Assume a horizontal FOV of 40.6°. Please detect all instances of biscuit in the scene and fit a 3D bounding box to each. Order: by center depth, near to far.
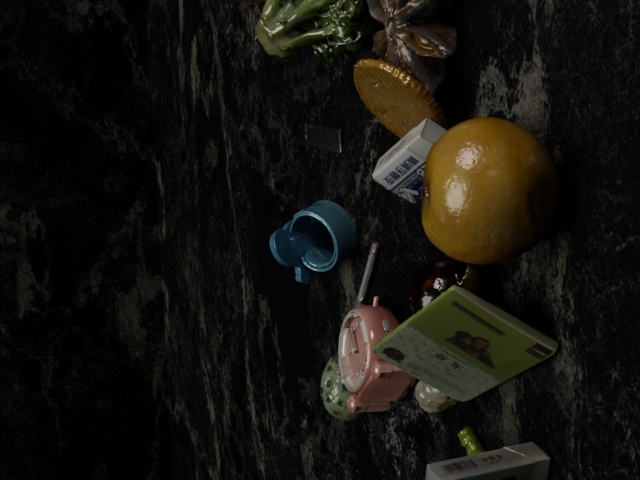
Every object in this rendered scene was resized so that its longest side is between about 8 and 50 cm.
[{"bbox_3d":[0.170,-0.287,1.821,0.254,0.035,0.254,39,166,12],"label":"biscuit"}]

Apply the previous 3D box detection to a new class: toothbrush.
[{"bbox_3d":[0.108,0.151,2.222,0.024,0.029,0.354,49,137,44],"label":"toothbrush"}]

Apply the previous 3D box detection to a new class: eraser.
[{"bbox_3d":[0.212,-0.163,1.819,0.210,0.124,0.068,-40,21,59],"label":"eraser"}]

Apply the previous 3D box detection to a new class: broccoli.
[{"bbox_3d":[-0.027,-0.541,2.007,0.321,0.283,0.304,49,164,0],"label":"broccoli"}]

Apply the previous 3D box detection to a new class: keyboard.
[{"bbox_3d":[0.007,-0.278,2.316,0.202,0.011,0.067,25,121,59],"label":"keyboard"}]

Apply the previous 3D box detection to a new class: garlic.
[{"bbox_3d":[0.251,0.336,1.935,0.113,0.074,0.094,-57,42,43],"label":"garlic"}]

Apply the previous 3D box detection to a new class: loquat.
[{"bbox_3d":[0.292,-0.090,1.545,0.263,0.263,0.263,27,121,58],"label":"loquat"}]

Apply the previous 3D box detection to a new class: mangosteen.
[{"bbox_3d":[0.270,0.111,1.764,0.184,0.172,0.172,-35,62,30],"label":"mangosteen"}]

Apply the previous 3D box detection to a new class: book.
[{"bbox_3d":[0.272,0.215,1.720,0.352,0.239,0.035,-48,14,56],"label":"book"}]

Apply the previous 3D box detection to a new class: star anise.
[{"bbox_3d":[0.192,-0.450,1.792,0.331,0.117,0.332,42,140,47],"label":"star anise"}]

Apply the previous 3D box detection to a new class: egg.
[{"bbox_3d":[0.069,0.373,2.230,0.141,0.141,0.182,-16,76,63],"label":"egg"}]

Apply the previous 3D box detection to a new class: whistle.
[{"bbox_3d":[0.348,0.481,1.818,0.104,0.057,0.198,89,165,-48],"label":"whistle"}]

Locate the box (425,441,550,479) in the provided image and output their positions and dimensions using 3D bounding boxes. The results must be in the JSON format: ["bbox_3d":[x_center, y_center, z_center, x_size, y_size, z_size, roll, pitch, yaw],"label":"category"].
[{"bbox_3d":[0.317,0.487,1.660,0.067,0.242,0.155,-139,48,-59],"label":"box"}]

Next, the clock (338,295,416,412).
[{"bbox_3d":[0.134,0.265,2.095,0.227,0.142,0.241,116,147,-47],"label":"clock"}]

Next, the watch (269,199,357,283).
[{"bbox_3d":[0.000,0.000,2.256,0.193,0.211,0.211,-15,83,45],"label":"watch"}]
